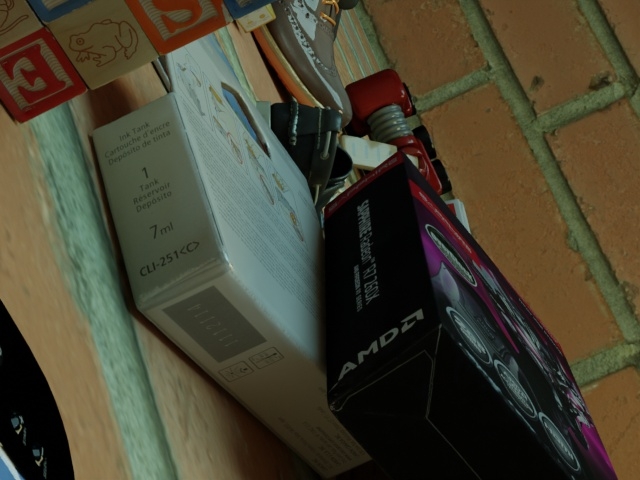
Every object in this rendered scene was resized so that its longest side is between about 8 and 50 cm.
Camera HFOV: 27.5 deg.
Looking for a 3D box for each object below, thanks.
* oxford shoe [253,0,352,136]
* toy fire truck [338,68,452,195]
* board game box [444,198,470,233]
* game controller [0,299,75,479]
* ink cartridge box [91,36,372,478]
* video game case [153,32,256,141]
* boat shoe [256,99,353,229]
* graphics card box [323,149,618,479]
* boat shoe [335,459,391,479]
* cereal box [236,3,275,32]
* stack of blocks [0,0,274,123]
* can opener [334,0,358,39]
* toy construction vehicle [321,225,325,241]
[{"bbox_3d":[-0.024,-0.305,1.669,0.363,0.133,0.130,67,9,13],"label":"oxford shoe"},{"bbox_3d":[0.091,-0.158,1.985,0.246,0.159,0.217,71,-4,-76],"label":"toy fire truck"},{"bbox_3d":[0.156,0.127,1.349,0.305,0.053,0.193,72,8,-50],"label":"board game box"},{"bbox_3d":[-0.102,0.110,0.325,0.166,0.067,0.319,58,12,-38],"label":"game controller"},{"bbox_3d":[-0.056,-0.006,0.897,0.296,0.066,0.261,53,14,-53],"label":"ink cartridge box"},{"bbox_3d":[-0.123,-0.182,1.123,0.285,0.025,0.204,63,9,-14],"label":"video game case"},{"bbox_3d":[-0.008,-0.051,1.175,0.233,0.079,0.084,79,4,-66],"label":"boat shoe"},{"bbox_3d":[0.104,0.091,0.938,0.233,0.094,0.371,50,13,-15],"label":"graphics card box"},{"bbox_3d":[0.119,0.294,0.943,0.342,0.123,0.123,63,8,29],"label":"boat shoe"},{"bbox_3d":[-0.135,-0.363,1.466,0.240,0.047,0.173,48,19,-60],"label":"cereal box"},{"bbox_3d":[-0.064,-0.202,0.639,0.171,0.297,0.087,59,13,-32],"label":"stack of blocks"},{"bbox_3d":[0.005,-0.334,1.862,0.283,0.076,0.095,105,-26,-71],"label":"can opener"},{"bbox_3d":[0.000,0.000,1.151,0.086,0.098,0.035,28,43,-50],"label":"toy construction vehicle"}]
